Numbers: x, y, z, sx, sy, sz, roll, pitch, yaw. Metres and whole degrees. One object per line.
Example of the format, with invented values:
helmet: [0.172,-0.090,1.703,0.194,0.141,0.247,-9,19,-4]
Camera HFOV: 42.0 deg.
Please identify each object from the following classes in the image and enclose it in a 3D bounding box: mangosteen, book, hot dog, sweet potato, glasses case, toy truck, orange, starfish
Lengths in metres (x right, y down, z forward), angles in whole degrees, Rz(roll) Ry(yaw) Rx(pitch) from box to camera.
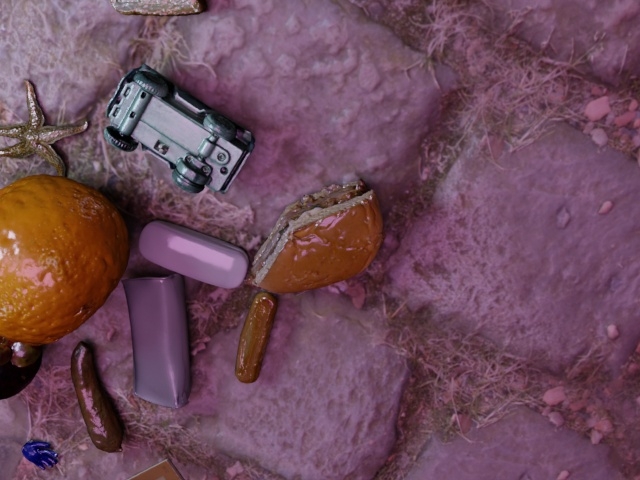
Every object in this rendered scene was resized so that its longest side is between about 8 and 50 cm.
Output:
mangosteen: [-0.691,0.239,1.769,0.210,0.210,0.209,2,108,6]
book: [-0.393,0.591,1.951,0.172,0.012,0.118,-29,102,15]
hot dog: [-0.138,0.205,1.780,0.066,0.047,0.215,20,110,15]
sweet potato: [-0.506,0.352,1.859,0.075,0.075,0.273,-13,102,10]
glasses case: [-0.263,0.029,1.730,0.234,0.059,0.092,19,107,1]
toy truck: [-0.271,-0.209,1.603,0.279,0.156,0.155,32,108,-4]
orange: [-0.546,0.025,1.616,0.341,0.340,0.293,-36,113,16]
glasses case: [-0.346,0.207,1.787,0.128,0.083,0.308,3,108,11]
starfish: [-0.581,-0.220,1.699,0.224,0.050,0.216,-11,99,4]

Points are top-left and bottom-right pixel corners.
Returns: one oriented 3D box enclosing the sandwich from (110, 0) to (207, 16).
sandwich: [-0.306,-0.528,1.552,0.186,0.065,0.214,2,108,6]

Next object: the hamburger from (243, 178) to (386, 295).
hamburger: [0.000,0.000,1.648,0.245,0.155,0.282,16,114,-7]

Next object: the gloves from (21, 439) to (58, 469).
gloves: [-0.651,0.497,1.942,0.086,0.026,0.064,40,106,-7]
